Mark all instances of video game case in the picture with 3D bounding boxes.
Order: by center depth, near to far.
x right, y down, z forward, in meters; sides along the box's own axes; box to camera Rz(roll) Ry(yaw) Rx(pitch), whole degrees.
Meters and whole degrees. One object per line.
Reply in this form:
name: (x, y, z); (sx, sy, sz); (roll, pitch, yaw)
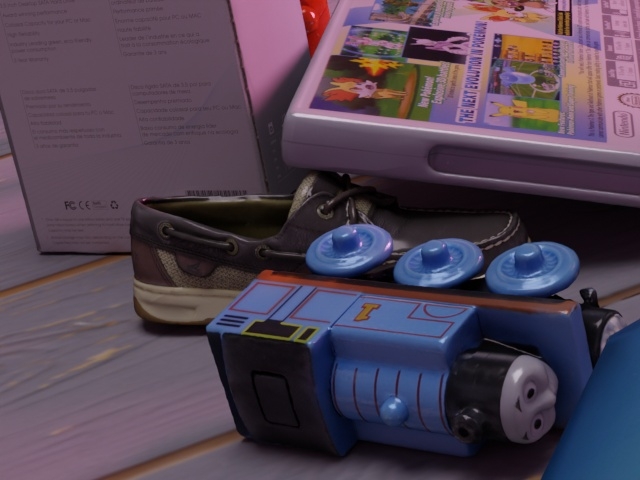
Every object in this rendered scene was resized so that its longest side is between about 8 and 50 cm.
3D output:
video game case: (0.147, -0.094, 1.069); (0.300, 0.036, 0.329); (7, 23, 5)

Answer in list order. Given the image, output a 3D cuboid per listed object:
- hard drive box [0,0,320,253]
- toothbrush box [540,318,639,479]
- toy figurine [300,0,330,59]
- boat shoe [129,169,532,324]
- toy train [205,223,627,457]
hard drive box: (-0.104, -0.114, 1.080); (0.181, 0.232, 0.089); (0, 24, 27)
toothbrush box: (0.201, 0.049, 0.466); (0.295, 0.126, 0.216); (-37, 6, 31)
toy figurine: (-0.108, -0.169, 1.345); (0.209, 0.148, 0.213); (10, 30, 44)
boat shoe: (0.000, 0.000, 0.952); (0.224, 0.073, 0.080); (-5, 22, 17)
toy train: (0.043, 0.050, 0.803); (0.184, 0.080, 0.105); (6, 36, 34)
